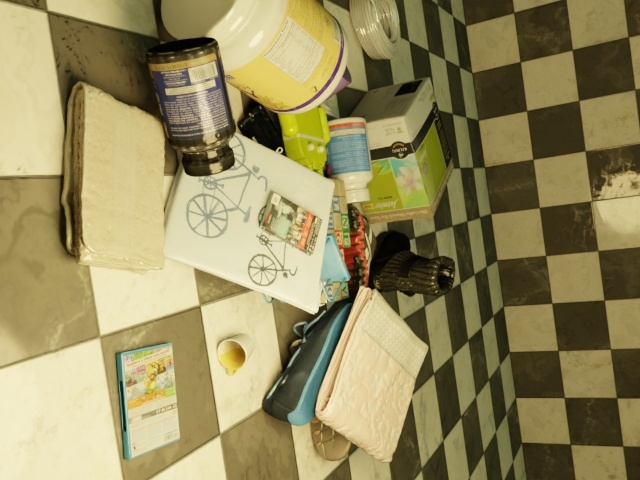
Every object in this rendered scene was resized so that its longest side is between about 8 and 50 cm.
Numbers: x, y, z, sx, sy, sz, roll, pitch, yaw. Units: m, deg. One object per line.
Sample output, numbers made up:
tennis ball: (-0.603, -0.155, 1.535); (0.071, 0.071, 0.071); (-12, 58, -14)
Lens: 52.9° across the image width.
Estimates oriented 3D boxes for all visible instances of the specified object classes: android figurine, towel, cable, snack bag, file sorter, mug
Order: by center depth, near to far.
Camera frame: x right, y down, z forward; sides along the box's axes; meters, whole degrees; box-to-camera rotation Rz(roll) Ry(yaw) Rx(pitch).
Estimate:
towel: (-0.323, -0.091, 1.030); (0.187, 0.049, 0.282); (20, 65, -61)
snack bag: (-0.125, -0.054, 1.247); (0.342, 0.037, 0.323); (23, 57, -25)
mug: (-0.165, 0.217, 1.260); (0.062, 0.078, 0.064); (47, 21, 2)
file sorter: (-0.046, 0.067, 1.388); (0.104, 0.170, 0.118); (-54, 131, -47)
towel: (0.131, 0.317, 1.488); (0.332, 0.053, 0.317); (47, 57, -43)
android figurine: (-0.042, -0.282, 1.573); (0.248, 0.056, 0.273); (-4, 81, -68)
cable: (0.182, -0.713, 2.087); (0.257, 0.089, 0.257); (-32, 113, -61)

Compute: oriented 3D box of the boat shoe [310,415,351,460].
boat shoe: (0.055, 0.368, 1.563); (0.116, 0.123, 0.324); (39, 52, -56)

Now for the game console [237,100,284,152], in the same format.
game console: (-0.138, -0.252, 1.453); (0.107, 0.071, 0.122); (-47, 130, -18)

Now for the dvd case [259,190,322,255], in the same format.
dvd case: (-0.056, -0.033, 1.254); (0.119, 0.013, 0.087); (30, 55, -22)

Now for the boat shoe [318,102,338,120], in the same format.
boat shoe: (0.017, -0.353, 1.748); (0.100, 0.035, 0.035); (16, 72, -53)

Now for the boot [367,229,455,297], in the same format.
boot: (0.276, 0.066, 1.895); (0.348, 0.260, 0.131); (-50, 127, -54)

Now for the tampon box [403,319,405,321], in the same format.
tampon box: (0.132, 0.269, 1.682); (0.101, 0.161, 0.120); (14, 71, -59)

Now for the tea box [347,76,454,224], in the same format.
tea box: (0.239, -0.271, 1.950); (0.329, 0.220, 0.323); (-56, 131, -51)

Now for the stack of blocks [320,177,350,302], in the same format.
stack of blocks: (0.000, 0.000, 1.574); (0.171, 0.087, 0.297); (-3, 86, -62)

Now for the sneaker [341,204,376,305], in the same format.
sneaker: (0.099, 0.046, 1.740); (0.135, 0.098, 0.276); (16, 69, -58)

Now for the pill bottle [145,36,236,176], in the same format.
pill bottle: (-0.214, -0.228, 1.108); (0.123, 0.123, 0.219); (-51, 139, -54)

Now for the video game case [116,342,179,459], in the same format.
video game case: (-0.282, 0.259, 1.058); (0.119, 0.015, 0.166); (0, 84, -62)

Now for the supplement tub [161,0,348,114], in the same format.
supplement tub: (-0.121, -0.413, 1.267); (0.331, 0.241, 0.241); (21, 65, -55)

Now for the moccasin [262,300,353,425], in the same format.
moccasin: (-0.024, 0.249, 1.433); (0.342, 0.117, 0.137); (-52, 138, -48)

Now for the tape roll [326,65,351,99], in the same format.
tape roll: (-0.007, -0.451, 1.604); (0.189, 0.080, 0.189); (47, 23, -27)

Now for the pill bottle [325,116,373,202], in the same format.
pill bottle: (0.075, -0.211, 1.727); (0.124, 0.124, 0.221); (-8, 91, -62)
